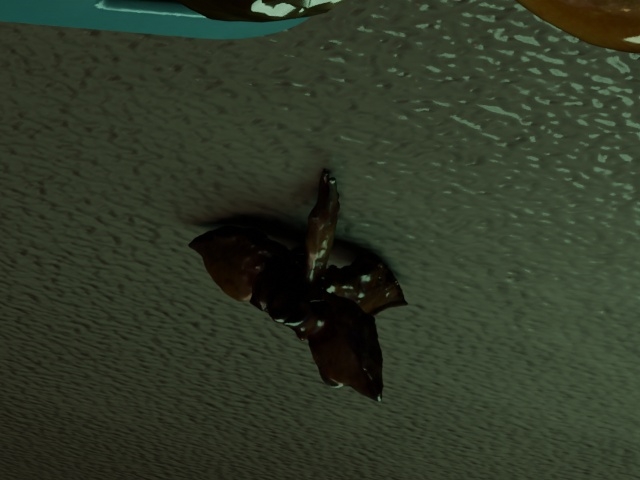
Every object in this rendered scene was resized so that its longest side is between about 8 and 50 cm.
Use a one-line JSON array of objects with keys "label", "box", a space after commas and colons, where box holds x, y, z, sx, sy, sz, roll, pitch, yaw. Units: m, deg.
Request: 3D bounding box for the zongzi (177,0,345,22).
[{"label": "zongzi", "box": [0.154, -0.285, 0.255, 0.467, 0.218, 0.500, -16, 146, -9]}]

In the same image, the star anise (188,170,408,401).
[{"label": "star anise", "box": [0.004, 0.005, 1.140, 0.158, 0.144, 0.140, 19, -158, -9]}]

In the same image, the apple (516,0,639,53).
[{"label": "apple", "box": [0.116, -0.132, 0.623, 0.146, 0.146, 0.146, 7, 159, 3]}]

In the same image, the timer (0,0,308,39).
[{"label": "timer", "box": [-0.080, -0.147, 0.722, 0.250, 0.091, 0.232, 13, 158, -22]}]
